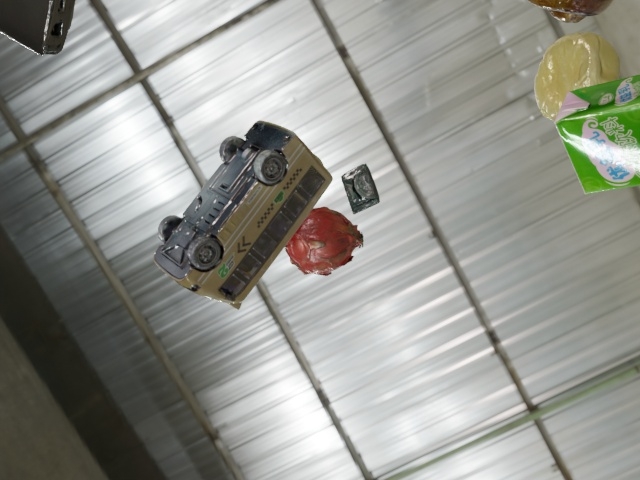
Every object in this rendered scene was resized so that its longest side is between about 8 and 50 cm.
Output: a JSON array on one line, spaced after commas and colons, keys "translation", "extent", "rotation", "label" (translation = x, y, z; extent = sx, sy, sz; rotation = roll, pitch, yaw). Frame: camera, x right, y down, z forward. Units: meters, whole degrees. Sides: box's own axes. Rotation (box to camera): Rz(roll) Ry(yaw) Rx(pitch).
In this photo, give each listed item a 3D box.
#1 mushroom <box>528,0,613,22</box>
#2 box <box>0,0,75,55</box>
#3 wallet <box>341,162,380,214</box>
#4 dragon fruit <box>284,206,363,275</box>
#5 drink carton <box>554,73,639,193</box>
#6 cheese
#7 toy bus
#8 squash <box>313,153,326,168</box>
[{"translation": [0.473, -0.523, 1.617], "extent": [0.253, 0.154, 0.253], "rotation": [17, -159, -7], "label": "mushroom"}, {"translation": [-0.615, -0.563, 1.702], "extent": [0.288, 0.290, 0.073], "rotation": [31, -155, 28], "label": "box"}, {"translation": [0.109, -0.145, 2.259], "extent": [0.026, 0.088, 0.129], "rotation": [37, -148, -60], "label": "wallet"}, {"translation": [0.000, 0.000, 2.042], "extent": [0.172, 0.209, 0.172], "rotation": [40, -142, -42], "label": "dragon fruit"}, {"translation": [0.535, -0.178, 1.301], "extent": [0.161, 0.271, 0.108], "rotation": [58, -134, -26], "label": "drink carton"}, {"translation": [0.632, -0.403, 2.040], "extent": [0.117, 0.214, 0.226], "rotation": [13, -96, -33], "label": "cheese"}, {"translation": [-0.121, -0.037, 1.290], "extent": [0.157, 0.290, 0.139], "rotation": [42, 170, -38], "label": "toy bus"}, {"translation": [-0.088, -0.186, 2.191], "extent": [0.247, 0.132, 0.133], "rotation": [5, 138, 47], "label": "squash"}]
